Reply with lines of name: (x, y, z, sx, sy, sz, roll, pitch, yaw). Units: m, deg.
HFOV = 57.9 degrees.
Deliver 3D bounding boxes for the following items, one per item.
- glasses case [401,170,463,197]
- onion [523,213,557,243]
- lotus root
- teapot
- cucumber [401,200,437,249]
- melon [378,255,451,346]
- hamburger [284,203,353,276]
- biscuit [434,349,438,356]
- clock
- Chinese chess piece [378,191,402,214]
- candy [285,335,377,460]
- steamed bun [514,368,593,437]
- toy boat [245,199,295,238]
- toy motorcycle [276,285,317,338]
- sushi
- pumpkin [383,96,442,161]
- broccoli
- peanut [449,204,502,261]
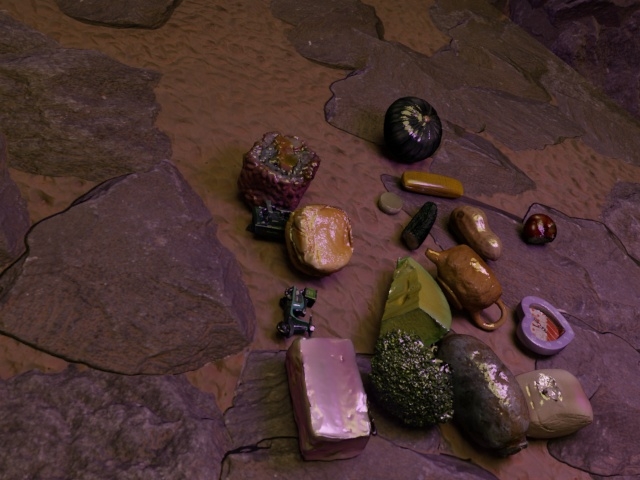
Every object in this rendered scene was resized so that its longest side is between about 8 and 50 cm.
glasses case: (0.399, -0.200, 2.065, 0.234, 0.064, 0.079, 8, 49, -15)
onion: (0.771, -0.042, 2.030, 0.117, 0.118, 0.118, 17, 38, -39)
lotus root: (0.387, 0.358, 1.430, 0.175, 0.175, 0.349, -13, 59, -32)
teapot: (0.417, 0.137, 1.687, 0.311, 0.167, 0.203, 52, 2, -3)
cucumber: (0.332, -0.056, 1.894, 0.074, 0.074, 0.241, 32, 43, 10)
melon: (0.252, 0.164, 1.575, 0.196, 0.124, 0.323, -17, 24, 20)
hamburger: (-0.001, 0.000, 1.628, 0.214, 0.108, 0.213, 8, 75, -31)
biscuit: (0.327, 0.338, 1.544, 0.071, 0.018, 0.147, 17, 43, -10)
clock: (0.661, 0.265, 1.718, 0.172, 0.064, 0.198, 21, 43, -1)
Chinese chess piece: (0.234, -0.124, 1.948, 0.084, 0.034, 0.084, 11, 47, -12)
candy: (0.017, 0.354, 1.330, 0.156, 0.115, 0.265, 2, 47, -19)
steamed bun: (0.592, 0.407, 1.487, 0.239, 0.152, 0.170, 0, 49, -18)
toy boat: (-0.088, -0.052, 1.699, 0.246, 0.103, 0.093, 8, 37, -19)
toy motorcycle: (-0.059, 0.189, 1.505, 0.100, 0.058, 0.173, 19, 41, -12)
sushi: (-0.136, -0.212, 1.787, 0.237, 0.171, 0.270, 22, 41, 0)
pumpkin: (0.329, -0.405, 2.145, 0.250, 0.216, 0.249, 27, 51, -39)
broccoli: (0.223, 0.333, 1.383, 0.226, 0.198, 0.176, 26, 29, -21)
peanut: (0.514, -0.027, 1.904, 0.110, 0.120, 0.236, 35, 18, -49)
